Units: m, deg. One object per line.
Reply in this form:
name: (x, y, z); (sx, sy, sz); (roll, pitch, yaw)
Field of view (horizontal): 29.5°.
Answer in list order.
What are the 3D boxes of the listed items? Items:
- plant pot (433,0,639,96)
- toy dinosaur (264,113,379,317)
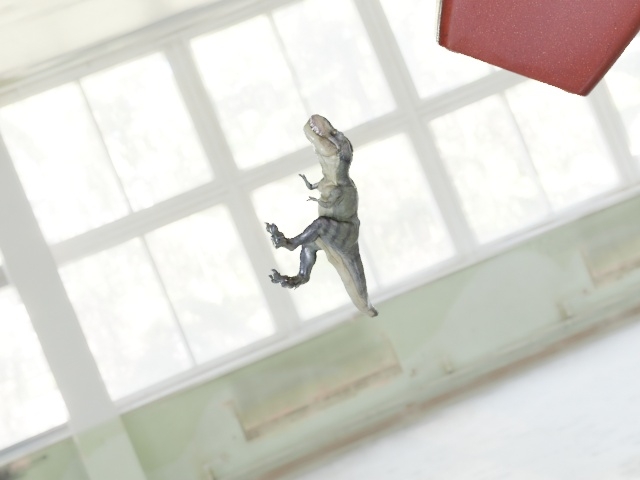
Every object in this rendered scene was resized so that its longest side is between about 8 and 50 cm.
plant pot: (0.253, -0.310, 1.397); (0.267, 0.235, 0.267); (20, 14, -1)
toy dinosaur: (0.000, 0.000, 1.339); (0.118, 0.268, 0.064); (-23, 33, -19)
